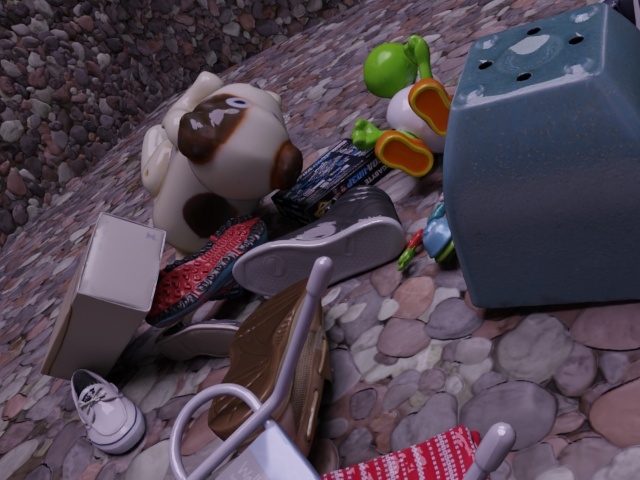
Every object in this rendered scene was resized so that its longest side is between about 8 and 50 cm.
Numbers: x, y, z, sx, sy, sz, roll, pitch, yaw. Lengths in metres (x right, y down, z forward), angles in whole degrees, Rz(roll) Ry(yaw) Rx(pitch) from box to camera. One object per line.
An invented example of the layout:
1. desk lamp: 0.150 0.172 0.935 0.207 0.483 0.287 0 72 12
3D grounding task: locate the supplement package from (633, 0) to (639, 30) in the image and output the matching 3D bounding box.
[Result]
1. supplement package: 0.626 -0.399 0.918 0.204 0.145 0.262 -25 17 -34

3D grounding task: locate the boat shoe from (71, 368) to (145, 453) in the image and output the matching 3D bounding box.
1. boat shoe: -0.353 0.266 1.005 0.083 0.075 0.226 -46 28 -24

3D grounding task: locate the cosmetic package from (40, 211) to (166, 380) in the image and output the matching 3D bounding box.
1. cosmetic package: -0.371 0.110 1.070 0.309 0.113 0.160 -49 30 44

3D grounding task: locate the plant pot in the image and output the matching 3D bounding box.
1. plant pot: 0.266 -0.104 0.704 0.247 0.252 0.247 -7 41 32

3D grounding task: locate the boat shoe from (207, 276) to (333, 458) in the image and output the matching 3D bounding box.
1. boat shoe: -0.046 0.161 0.809 0.122 0.110 0.341 -31 16 21

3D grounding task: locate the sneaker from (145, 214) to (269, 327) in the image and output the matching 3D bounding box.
1. sneaker: -0.182 0.077 1.100 0.262 0.125 0.104 -38 48 -21

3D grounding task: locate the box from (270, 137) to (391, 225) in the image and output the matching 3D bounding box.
1. box: 0.024 -0.121 1.286 0.220 0.051 0.175 -40 26 -14

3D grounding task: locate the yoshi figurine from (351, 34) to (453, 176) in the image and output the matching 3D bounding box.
1. yoshi figurine: 0.149 -0.270 1.182 0.204 0.203 0.362 -8 26 8

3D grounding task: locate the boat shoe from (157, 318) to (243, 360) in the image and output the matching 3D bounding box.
1. boat shoe: -0.185 0.147 1.028 0.206 0.075 0.065 -17 32 40

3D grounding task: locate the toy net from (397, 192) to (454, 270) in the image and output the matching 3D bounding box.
1. toy net: 0.192 -0.038 0.962 0.232 0.045 0.122 -52 -2 -44

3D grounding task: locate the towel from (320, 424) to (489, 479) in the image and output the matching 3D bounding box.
1. towel: 0.030 0.287 0.589 0.275 0.031 0.199 -24 28 18

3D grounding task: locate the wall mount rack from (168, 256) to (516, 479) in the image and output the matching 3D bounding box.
1. wall mount rack: -0.017 0.202 0.514 0.304 0.130 0.350 -45 53 -3

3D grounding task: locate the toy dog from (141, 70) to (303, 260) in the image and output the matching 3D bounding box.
1. toy dog: -0.206 -0.146 1.230 0.408 0.285 0.395 -34 34 58

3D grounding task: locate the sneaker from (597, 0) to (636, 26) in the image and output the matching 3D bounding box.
1. sneaker: 0.492 -0.364 1.122 0.226 0.086 0.163 -32 13 25

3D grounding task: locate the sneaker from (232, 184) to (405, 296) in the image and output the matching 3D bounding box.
1. sneaker: 0.000 0.000 1.052 0.296 0.104 0.147 -18 27 18
